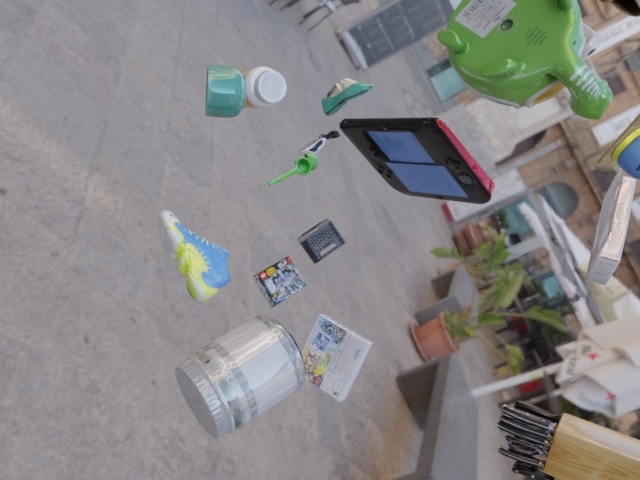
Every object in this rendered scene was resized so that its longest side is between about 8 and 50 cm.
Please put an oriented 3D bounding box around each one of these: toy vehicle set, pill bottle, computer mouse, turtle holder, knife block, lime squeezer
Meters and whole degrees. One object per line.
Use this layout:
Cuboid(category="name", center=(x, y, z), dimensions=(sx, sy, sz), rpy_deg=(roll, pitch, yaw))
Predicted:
Cuboid(category="toy vehicle set", center=(1.034, -0.341, 2.003), dimensions=(0.035, 0.267, 0.166), rpy_deg=(39, 11, 0))
Cuboid(category="pill bottle", center=(-0.182, -0.442, 1.753), dimensions=(0.117, 0.117, 0.208), rpy_deg=(53, -17, -27))
Cuboid(category="computer mouse", center=(-0.012, -0.339, 2.173), dimensions=(0.193, 0.106, 0.042), rpy_deg=(-41, 112, -40))
Cuboid(category="turtle holder", center=(0.409, -0.370, 1.167), dimensions=(0.227, 0.320, 0.243), rpy_deg=(30, 77, -55))
Cuboid(category="knife block", center=(0.481, 0.377, 1.127), dimensions=(0.242, 0.276, 0.088), rpy_deg=(60, 30, 9))
Cuboid(category="lime squeezer", center=(-0.068, -0.228, 1.832), dimensions=(0.310, 0.110, 0.058), rpy_deg=(-57, 143, -67))

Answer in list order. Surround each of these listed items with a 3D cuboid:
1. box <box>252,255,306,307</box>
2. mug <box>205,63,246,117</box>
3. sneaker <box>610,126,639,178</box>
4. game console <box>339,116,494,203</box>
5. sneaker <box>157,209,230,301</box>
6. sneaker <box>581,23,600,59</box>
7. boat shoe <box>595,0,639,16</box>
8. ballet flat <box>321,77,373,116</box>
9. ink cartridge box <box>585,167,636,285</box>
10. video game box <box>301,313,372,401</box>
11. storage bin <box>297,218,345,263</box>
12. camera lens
Cuboid(category="box", center=(-0.105, 0.105, 1.560), dimensions=(0.137, 0.027, 0.094), rpy_deg=(-31, 89, -52))
Cuboid(category="mug", center=(-0.242, -0.389, 1.547), dimensions=(0.129, 0.098, 0.157), rpy_deg=(114, -25, -59))
Cuboid(category="sneaker", center=(0.568, -0.173, 0.961), dimensions=(0.082, 0.209, 0.069), rpy_deg=(50, 0, 30))
Cuboid(category="game console", center=(0.269, -0.225, 1.702), dimensions=(0.342, 0.060, 0.387), rpy_deg=(37, -15, -37))
Cuboid(category="sneaker", center=(-0.299, 0.025, 1.471), dimensions=(0.126, 0.091, 0.240), rpy_deg=(-24, 87, -32))
Cuboid(category="sneaker", center=(0.677, -0.601, 1.711), dimensions=(0.118, 0.110, 0.292), rpy_deg=(35, 24, -35))
Cuboid(category="boat shoe", center=(0.780, -0.694, 1.614), dimensions=(0.341, 0.110, 0.122), rpy_deg=(8, 7, -32))
Cuboid(category="ballet flat", center=(0.081, -0.522, 2.142), dimensions=(0.083, 0.247, 0.087), rpy_deg=(-30, 97, -39))
Cuboid(category="ink cartridge box", center=(0.758, -0.060, 1.547), dimensions=(0.239, 0.060, 0.275), rpy_deg=(80, 32, -58))
Cuboid(category="video game box", center=(0.036, 0.359, 1.865), dimensions=(0.187, 0.205, 0.048), rpy_deg=(28, 7, 23))
Cuboid(category="storage bin", center=(0.000, 0.000, 1.960), dimensions=(0.084, 0.122, 0.180), rpy_deg=(56, -2, -7))
Cuboid(category="camera lens", center=(-0.192, 0.332, 1.510), dimensions=(0.274, 0.219, 0.219), rpy_deg=(-29, 92, -28))
